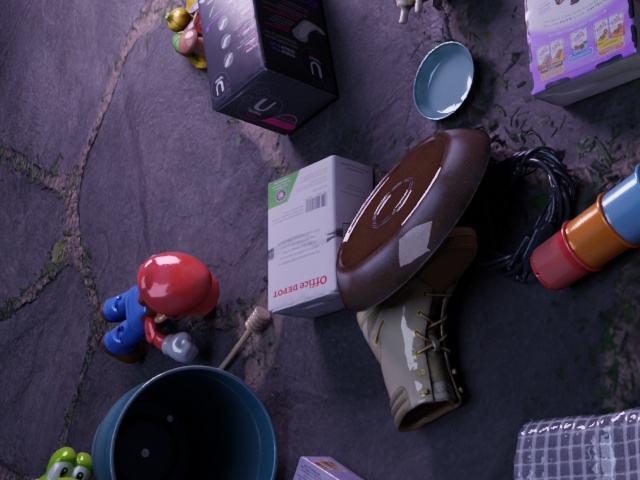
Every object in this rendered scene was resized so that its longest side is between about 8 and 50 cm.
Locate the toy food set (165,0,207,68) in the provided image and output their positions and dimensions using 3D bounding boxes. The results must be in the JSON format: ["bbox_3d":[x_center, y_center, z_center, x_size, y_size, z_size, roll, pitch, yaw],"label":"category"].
[{"bbox_3d":[-0.235,-0.397,2.277,0.218,0.071,0.128,46,113,45],"label":"toy food set"}]

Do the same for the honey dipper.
[{"bbox_3d":[-0.135,0.175,2.019,0.160,0.031,0.030,-54,44,29],"label":"honey dipper"}]

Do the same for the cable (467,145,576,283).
[{"bbox_3d":[0.268,-0.042,1.616,0.150,0.047,0.184,38,112,53],"label":"cable"}]

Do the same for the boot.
[{"bbox_3d":[0.152,0.122,1.638,0.262,0.095,0.203,-49,45,41],"label":"boot"}]

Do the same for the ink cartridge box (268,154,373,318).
[{"bbox_3d":[0.000,0.000,1.865,0.160,0.093,0.219,-19,65,45],"label":"ink cartridge box"}]

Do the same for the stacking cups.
[{"bbox_3d":[0.385,-0.036,1.441,0.316,0.096,0.096,-43,49,35],"label":"stacking cups"}]

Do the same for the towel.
[{"bbox_3d":[0.335,0.334,1.356,0.235,0.121,0.283,-17,66,46],"label":"towel"}]

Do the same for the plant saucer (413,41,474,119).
[{"bbox_3d":[0.187,-0.233,1.780,0.119,0.021,0.119,-19,65,45],"label":"plant saucer"}]

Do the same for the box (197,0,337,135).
[{"bbox_3d":[-0.093,-0.338,2.022,0.143,0.165,0.270,-33,55,38],"label":"box"}]

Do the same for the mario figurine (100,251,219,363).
[{"bbox_3d":[-0.270,0.122,2.149,0.198,0.170,0.320,57,141,-1],"label":"mario figurine"}]

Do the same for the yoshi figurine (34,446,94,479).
[{"bbox_3d":[-0.517,0.564,2.224,0.203,0.204,0.362,26,96,33],"label":"yoshi figurine"}]

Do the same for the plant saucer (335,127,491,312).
[{"bbox_3d":[0.114,-0.041,1.662,0.310,0.050,0.310,-48,14,16],"label":"plant saucer"}]

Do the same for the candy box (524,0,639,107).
[{"bbox_3d":[0.352,-0.295,1.572,0.165,0.070,0.196,-19,65,45],"label":"candy box"}]

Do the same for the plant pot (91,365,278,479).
[{"bbox_3d":[-0.244,0.344,1.927,0.255,0.272,0.271,-18,64,61],"label":"plant pot"}]

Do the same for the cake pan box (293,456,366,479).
[{"bbox_3d":[0.033,0.467,1.703,0.267,0.070,0.245,25,99,49],"label":"cake pan box"}]

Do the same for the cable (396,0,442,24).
[{"bbox_3d":[0.169,-0.469,1.836,0.139,0.072,0.287,-22,62,37],"label":"cable"}]
